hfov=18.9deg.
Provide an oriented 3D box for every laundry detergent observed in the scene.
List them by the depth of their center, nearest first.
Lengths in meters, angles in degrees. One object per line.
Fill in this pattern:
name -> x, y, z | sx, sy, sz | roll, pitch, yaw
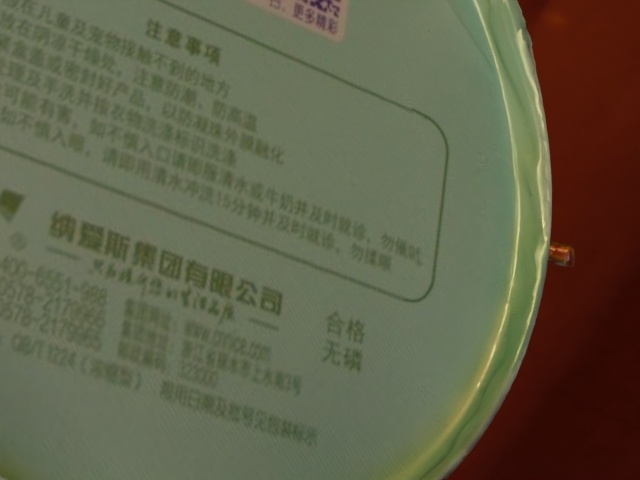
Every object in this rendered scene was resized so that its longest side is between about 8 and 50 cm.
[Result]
laundry detergent -> -0.123, -0.008, 0.681 | 0.305, 0.287, 0.287 | -23, 55, 50

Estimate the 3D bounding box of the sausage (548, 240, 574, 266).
sausage -> 0.000, 0.001, 1.196 | 0.125, 0.317, 0.117 | 115, 158, -78
